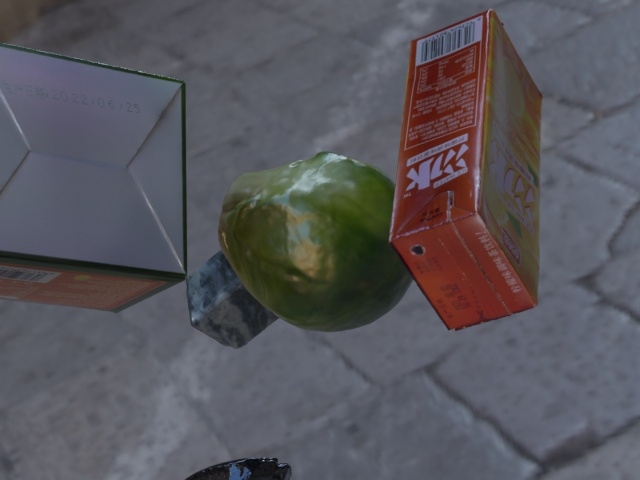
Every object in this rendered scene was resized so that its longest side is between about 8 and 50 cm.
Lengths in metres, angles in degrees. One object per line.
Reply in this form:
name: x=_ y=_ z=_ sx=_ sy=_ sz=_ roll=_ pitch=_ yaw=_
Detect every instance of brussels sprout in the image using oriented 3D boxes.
brussels sprout: x=-0.002 y=0.004 z=1.357 sx=0.181 sy=0.161 sz=0.144 roll=6 pitch=47 yaw=19

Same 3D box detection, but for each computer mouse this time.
computer mouse: x=-0.104 y=0.267 z=1.536 sx=0.172 sy=0.099 sz=0.057 roll=-37 pitch=48 yaw=14

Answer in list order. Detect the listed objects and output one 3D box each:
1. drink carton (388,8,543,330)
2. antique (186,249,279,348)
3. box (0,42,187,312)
drink carton: x=0.105 y=-0.053 z=1.030 sx=0.071 sy=0.096 sz=0.223 roll=-19 pitch=37 yaw=24
antique: x=-0.086 y=0.052 z=1.888 sx=0.183 sy=0.088 sz=0.086 roll=-38 pitch=39 yaw=21
box: x=-0.227 y=-0.046 z=1.215 sx=0.195 sy=0.177 sz=0.148 roll=8 pitch=-19 yaw=-32
